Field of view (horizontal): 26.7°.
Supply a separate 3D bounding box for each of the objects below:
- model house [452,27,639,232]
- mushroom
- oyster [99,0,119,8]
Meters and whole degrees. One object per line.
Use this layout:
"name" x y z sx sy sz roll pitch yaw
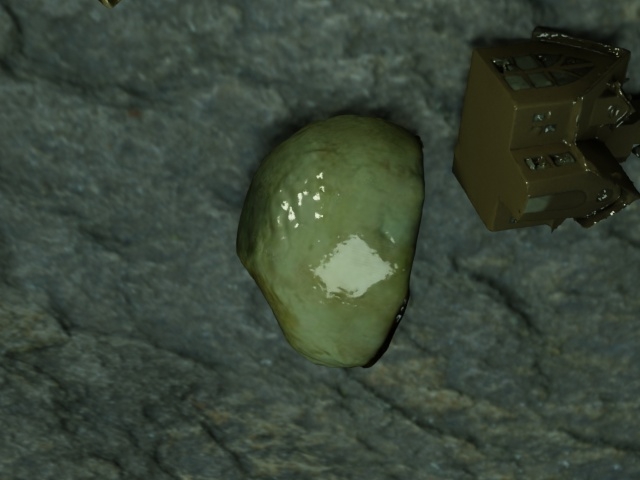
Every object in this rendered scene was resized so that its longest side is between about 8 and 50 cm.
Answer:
"model house" 0.283 -0.101 1.344 0.248 0.176 0.181 -10 135 -14
"mushroom" 0.000 0.007 1.398 0.164 0.190 0.267 12 132 -17
"oyster" -0.248 -0.352 1.109 0.166 0.110 0.341 -28 126 16
